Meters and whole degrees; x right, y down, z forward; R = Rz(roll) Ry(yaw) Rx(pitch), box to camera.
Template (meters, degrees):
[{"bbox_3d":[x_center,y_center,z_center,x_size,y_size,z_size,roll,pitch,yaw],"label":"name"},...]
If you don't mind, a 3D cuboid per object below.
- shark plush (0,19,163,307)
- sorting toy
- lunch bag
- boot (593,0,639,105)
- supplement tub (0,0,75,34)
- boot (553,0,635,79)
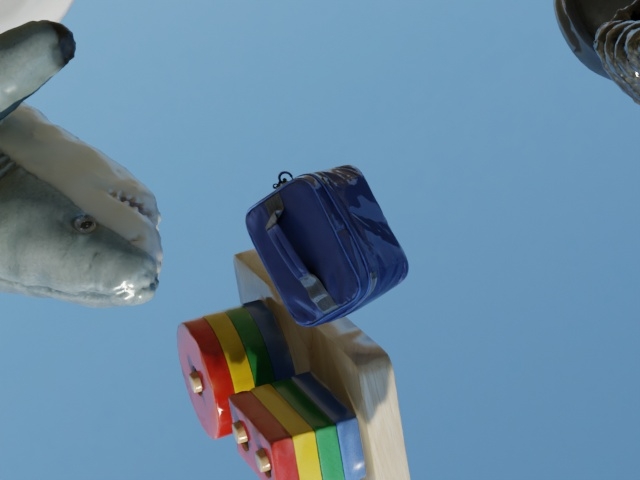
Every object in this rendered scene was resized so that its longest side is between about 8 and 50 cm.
[{"bbox_3d":[-0.121,-0.013,0.491,0.073,0.161,0.067,108,-16,-53],"label":"shark plush"},{"bbox_3d":[-0.021,0.167,1.354,0.089,0.257,0.255,-16,-159,-16],"label":"sorting toy"},{"bbox_3d":[0.000,0.000,1.212,0.067,0.098,0.065,-33,173,36],"label":"lunch bag"},{"bbox_3d":[0.236,-0.023,1.095,0.131,0.260,0.348,-53,-170,-33],"label":"boot"},{"bbox_3d":[-0.272,-0.175,0.978,0.338,0.207,0.207,5,-129,54],"label":"supplement tub"},{"bbox_3d":[0.404,-0.306,1.407,0.367,0.146,0.445,-23,166,-29],"label":"boot"}]
